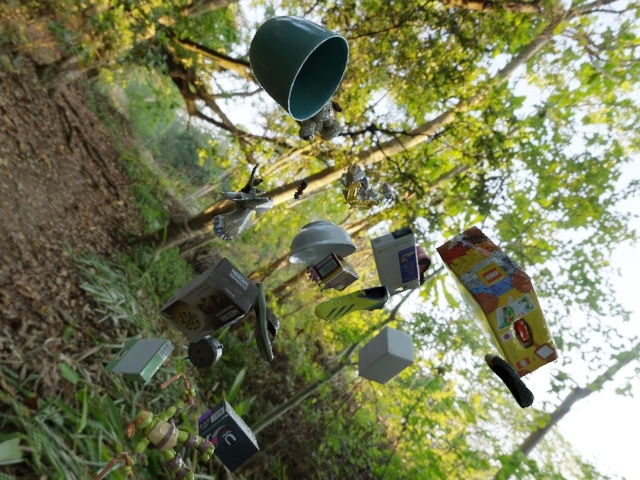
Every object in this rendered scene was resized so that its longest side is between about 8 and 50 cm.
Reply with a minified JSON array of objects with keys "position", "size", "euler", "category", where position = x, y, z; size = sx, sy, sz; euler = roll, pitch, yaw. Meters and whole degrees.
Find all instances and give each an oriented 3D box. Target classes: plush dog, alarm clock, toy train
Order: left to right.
[{"position":[-0.455,0.447,1.649],"size":[0.064,0.192,0.129],"euler":[-2,72,-83],"category":"alarm clock"},{"position":[-0.089,-0.222,1.825],"size":[0.036,0.027,0.158],"euler":[69,-27,11],"category":"toy train"},{"position":[-0.010,-0.690,2.227],"size":[0.210,0.262,0.225],"euler":[63,-34,25],"category":"plush dog"}]

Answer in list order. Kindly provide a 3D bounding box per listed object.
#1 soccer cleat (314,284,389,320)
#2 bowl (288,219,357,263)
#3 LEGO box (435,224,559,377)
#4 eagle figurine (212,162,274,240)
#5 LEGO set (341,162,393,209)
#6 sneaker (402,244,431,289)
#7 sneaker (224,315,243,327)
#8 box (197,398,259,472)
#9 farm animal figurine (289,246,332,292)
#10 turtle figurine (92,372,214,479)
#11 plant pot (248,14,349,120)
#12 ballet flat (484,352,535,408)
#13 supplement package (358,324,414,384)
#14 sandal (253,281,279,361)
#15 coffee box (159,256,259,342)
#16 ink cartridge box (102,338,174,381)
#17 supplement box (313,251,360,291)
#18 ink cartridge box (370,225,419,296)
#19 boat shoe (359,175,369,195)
[{"position":[0.116,0.222,1.513],"size":[0.121,0.289,0.093],"euler":[89,-11,-46],"category":"soccer cleat"},{"position":[0.000,0.000,1.733],"size":[0.298,0.298,0.134],"euler":[102,-20,-72],"category":"bowl"},{"position":[0.699,0.243,1.617],"size":[0.500,0.193,0.372],"euler":[53,9,-32],"category":"LEGO box"},{"position":[-0.313,-0.146,1.667],"size":[0.298,0.225,0.226],"euler":[-96,179,-52],"category":"eagle figurine"},{"position":[0.112,-0.180,1.276],"size":[0.287,0.132,0.107],"euler":[19,43,-57],"category":"LEGO set"},{"position":[0.512,0.148,2.210],"size":[0.314,0.116,0.136],"euler":[100,-20,-47],"category":"sneaker"},{"position":[-0.424,0.345,1.706],"size":[0.083,0.224,0.098],"euler":[51,-57,26],"category":"sneaker"},{"position":[-0.444,0.936,1.955],"size":[0.270,0.165,0.143],"euler":[56,-12,-15],"category":"box"},{"position":[-0.010,0.107,2.314],"size":[0.330,0.172,0.327],"euler":[54,5,-7],"category":"farm animal figurine"},{"position":[-0.366,0.466,0.936],"size":[0.087,0.269,0.217],"euler":[-16,-62,42],"category":"turtle figurine"},{"position":[-0.090,-0.584,1.329],"size":[0.235,0.293,0.293],"euler":[39,-17,13],"category":"plant pot"},{"position":[0.533,0.394,1.158],"size":[0.173,0.049,0.057],"euler":[51,-32,36],"category":"ballet flat"},{"position":[0.361,0.643,2.266],"size":[0.175,0.177,0.293],"euler":[25,-50,-15],"category":"supplement package"},{"position":[-0.199,0.301,1.537],"size":[0.120,0.086,0.302],"euler":[133,-47,-62],"category":"sandal"},{"position":[-0.374,0.205,1.366],"size":[0.168,0.297,0.119],"euler":[48,32,-17],"category":"coffee box"},{"position":[-0.717,0.467,1.605],"size":[0.235,0.171,0.056],"euler":[-9,-58,31],"category":"ink cartridge box"},{"position":[0.067,0.129,1.627],"size":[0.081,0.104,0.188],"euler":[59,12,30],"category":"supplement box"},{"position":[0.331,0.104,1.771],"size":[0.069,0.176,0.371],"euler":[-109,180,-46],"category":"ink cartridge box"},{"position":[0.230,-0.324,2.251],"size":[0.084,0.095,0.258],"euler":[36,28,-37],"category":"boat shoe"}]
